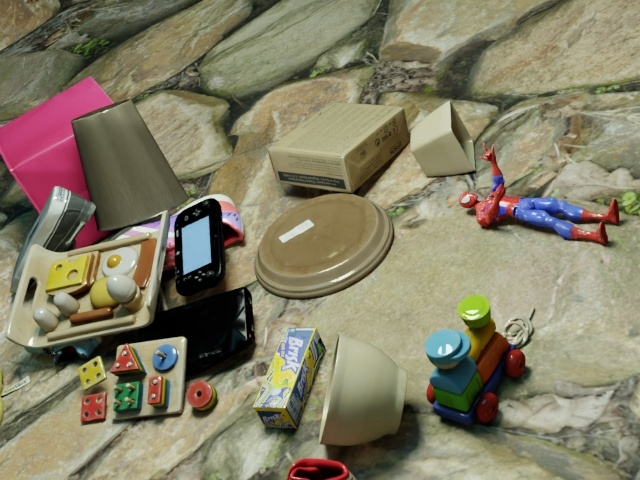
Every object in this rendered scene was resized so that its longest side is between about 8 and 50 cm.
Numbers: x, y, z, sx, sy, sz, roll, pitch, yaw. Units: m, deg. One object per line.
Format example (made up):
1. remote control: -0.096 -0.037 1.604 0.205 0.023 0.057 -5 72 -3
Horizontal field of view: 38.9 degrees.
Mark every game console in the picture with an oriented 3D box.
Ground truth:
1. game console: -0.232 0.080 1.654 0.213 0.044 0.361 -18 52 13

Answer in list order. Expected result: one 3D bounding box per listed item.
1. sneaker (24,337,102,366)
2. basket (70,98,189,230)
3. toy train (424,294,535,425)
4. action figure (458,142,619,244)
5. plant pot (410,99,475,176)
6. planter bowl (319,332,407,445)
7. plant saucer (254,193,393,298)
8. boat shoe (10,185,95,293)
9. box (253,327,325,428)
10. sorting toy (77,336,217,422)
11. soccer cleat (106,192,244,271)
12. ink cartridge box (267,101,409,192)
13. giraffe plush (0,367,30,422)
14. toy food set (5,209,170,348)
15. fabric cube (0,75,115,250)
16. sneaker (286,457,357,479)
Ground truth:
1. sneaker: -0.494 0.198 1.701 0.162 0.063 0.073 -5 43 23
2. basket: -0.401 -0.157 1.828 0.204 0.226 0.154 -17 16 12
3. toy train: 0.239 0.133 1.324 0.105 0.143 0.248 13 49 38
4. action figure: 0.352 -0.080 1.546 0.280 0.139 0.091 8 45 38
5. plant pot: 0.234 -0.187 1.771 0.096 0.109 0.109 -22 34 22
6. planter bowl: 0.065 0.223 1.313 0.109 0.162 0.162 10 41 0
7. plant saucer: 0.000 0.000 1.708 0.278 0.041 0.278 -15 37 12
8. boat shoe: -0.550 0.014 1.866 0.306 0.105 0.113 -53 27 31
9. box: -0.047 0.217 1.447 0.059 0.054 0.169 -3 40 24
10. sorting toy: -0.306 0.230 1.534 0.275 0.046 0.132 -10 62 18
11. soccer cleat: -0.303 0.015 1.799 0.318 0.108 0.116 -26 40 -8
12. ink cartridge box: 0.041 -0.196 1.863 0.193 0.088 0.235 10 37 37
13. giraffe plush: -0.653 0.254 1.622 0.210 0.170 0.181 -41 40 -23
14. toy food set: -0.425 0.066 1.676 0.306 0.092 0.219 -12 50 17
15. fabric cube: -0.534 -0.166 2.018 0.258 0.259 0.254 -33 37 -12
16. sneaker: -0.054 0.356 1.211 0.221 0.128 0.087 -26 35 -7
